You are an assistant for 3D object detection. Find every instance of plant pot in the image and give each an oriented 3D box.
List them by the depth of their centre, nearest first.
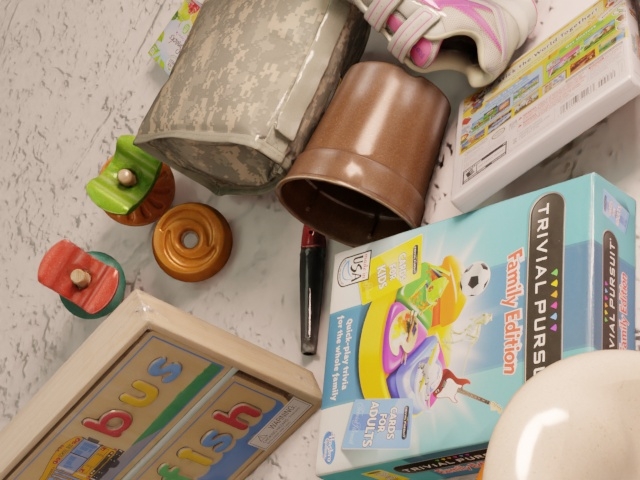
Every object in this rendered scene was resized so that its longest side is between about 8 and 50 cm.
[{"bbox_3d":[0.059,-0.095,1.751,0.167,0.167,0.165,0,60,47],"label":"plant pot"}]

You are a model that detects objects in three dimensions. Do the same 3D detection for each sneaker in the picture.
[{"bbox_3d":[0.104,-0.246,1.708,0.103,0.252,0.111,113,178,-58],"label":"sneaker"}]

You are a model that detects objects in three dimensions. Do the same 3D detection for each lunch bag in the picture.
[{"bbox_3d":[-0.060,-0.183,1.871,0.287,0.169,0.235,1,63,62],"label":"lunch bag"}]

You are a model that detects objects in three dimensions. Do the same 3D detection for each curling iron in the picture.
[{"bbox_3d":[0.000,0.000,1.841,0.068,0.035,0.274,-12,59,43],"label":"curling iron"}]

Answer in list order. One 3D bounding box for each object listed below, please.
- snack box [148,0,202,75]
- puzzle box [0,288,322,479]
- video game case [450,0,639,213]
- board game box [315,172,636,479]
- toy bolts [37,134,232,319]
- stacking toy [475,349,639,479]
[{"bbox_3d":[-0.169,-0.260,2.170,0.100,0.037,0.141,-55,40,9],"label":"snack box"},{"bbox_3d":[-0.224,0.247,1.750,0.409,0.272,0.052,-46,42,18],"label":"puzzle box"},{"bbox_3d":[0.230,-0.147,1.636,0.227,0.026,0.206,-36,23,27],"label":"video game case"},{"bbox_3d":[0.151,0.099,1.591,0.336,0.079,0.253,-19,55,39],"label":"board game box"},{"bbox_3d":[-0.229,0.015,2.040,0.218,0.158,0.228,36,85,10],"label":"toy bolts"},{"bbox_3d":[0.175,0.337,1.324,0.480,0.351,0.350,-47,38,46],"label":"stacking toy"}]
